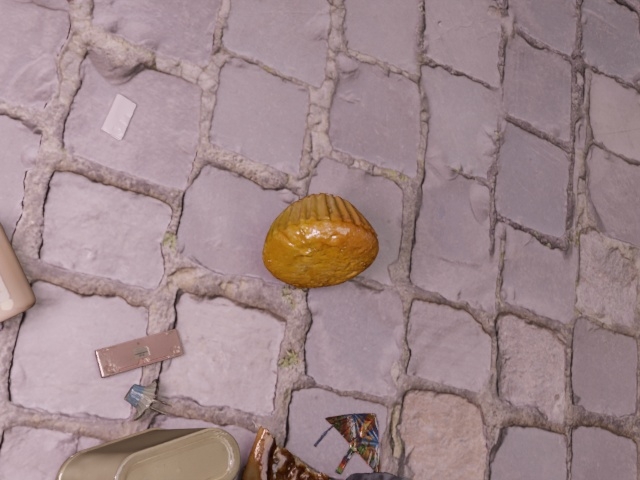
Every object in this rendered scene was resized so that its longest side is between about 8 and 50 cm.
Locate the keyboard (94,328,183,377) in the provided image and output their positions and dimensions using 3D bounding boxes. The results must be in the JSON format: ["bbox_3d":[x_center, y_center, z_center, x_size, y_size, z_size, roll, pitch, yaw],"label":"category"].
[{"bbox_3d":[-0.327,0.205,1.771,0.165,0.017,0.055,-13,82,-37],"label":"keyboard"}]

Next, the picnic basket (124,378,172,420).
[{"bbox_3d":[-0.304,0.286,1.740,0.083,0.065,0.083,31,57,-7],"label":"picnic basket"}]

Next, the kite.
[{"bbox_3d":[0.076,0.416,2.011,0.183,0.010,0.160,49,57,-16],"label":"kite"}]

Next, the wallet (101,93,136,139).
[{"bbox_3d":[-0.379,-0.232,1.839,0.044,0.011,0.083,30,63,-27],"label":"wallet"}]

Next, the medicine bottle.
[{"bbox_3d":[-0.562,0.014,1.587,0.114,0.114,0.252,-27,95,-37],"label":"medicine bottle"}]

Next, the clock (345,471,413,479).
[{"bbox_3d":[0.181,0.552,1.856,0.325,0.325,0.067,42,54,-20],"label":"clock"}]

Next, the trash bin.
[{"bbox_3d":[-0.287,0.383,1.616,0.243,0.247,0.121,-13,85,-35],"label":"trash bin"}]

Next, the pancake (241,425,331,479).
[{"bbox_3d":[-0.072,0.506,1.856,0.257,0.056,0.212,42,59,-21],"label":"pancake"}]

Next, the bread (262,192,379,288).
[{"bbox_3d":[0.001,0.002,1.924,0.239,0.240,0.139,16,58,-32],"label":"bread"}]
